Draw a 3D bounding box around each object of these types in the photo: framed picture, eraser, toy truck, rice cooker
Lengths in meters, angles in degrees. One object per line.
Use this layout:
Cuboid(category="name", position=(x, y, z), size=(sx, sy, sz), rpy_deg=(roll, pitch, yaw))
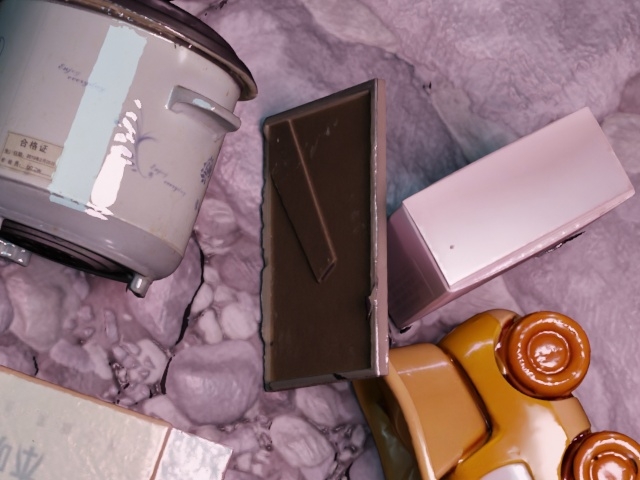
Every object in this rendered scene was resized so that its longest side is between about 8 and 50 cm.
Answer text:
Cuboid(category="framed picture", position=(0.000, 0.000, 1.830), size=(0.019, 0.209, 0.281), rpy_deg=(6, 80, -32))
Cuboid(category="eraser", position=(-0.264, 0.205, 1.809), size=(0.343, 0.078, 0.144), rpy_deg=(19, 79, -6))
Cuboid(category="toy truck", position=(0.169, 0.192, 1.821), size=(0.211, 0.204, 0.288), rpy_deg=(-22, 79, -11))
Cuboid(category="rice cooker", position=(-0.209, -0.116, 1.784), size=(0.316, 0.264, 0.317), rpy_deg=(-13, 65, 29))

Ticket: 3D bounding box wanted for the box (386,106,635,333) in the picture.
Cuboid(category="box", position=(0.161, -0.014, 1.830), size=(0.203, 0.252, 0.106), rpy_deg=(-26, 85, -12))
